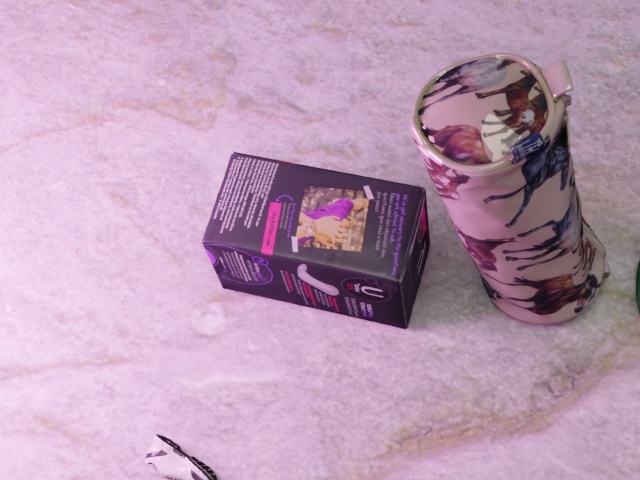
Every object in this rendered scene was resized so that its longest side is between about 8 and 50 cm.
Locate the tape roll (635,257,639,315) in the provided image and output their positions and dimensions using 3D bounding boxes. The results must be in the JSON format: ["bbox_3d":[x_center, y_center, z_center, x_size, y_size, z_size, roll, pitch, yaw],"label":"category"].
[{"bbox_3d":[0.575,0.056,1.513,0.321,0.077,0.321,-3,64,7],"label":"tape roll"}]

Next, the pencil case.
[{"bbox_3d":[0.249,-0.050,1.439,0.183,0.410,0.160,-9,56,17],"label":"pencil case"}]

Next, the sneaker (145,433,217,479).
[{"bbox_3d":[-0.181,0.298,1.523,0.109,0.040,0.044,30,88,23],"label":"sneaker"}]

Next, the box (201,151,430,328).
[{"bbox_3d":[0.000,0.000,1.565,0.270,0.165,0.143,12,67,13],"label":"box"}]
